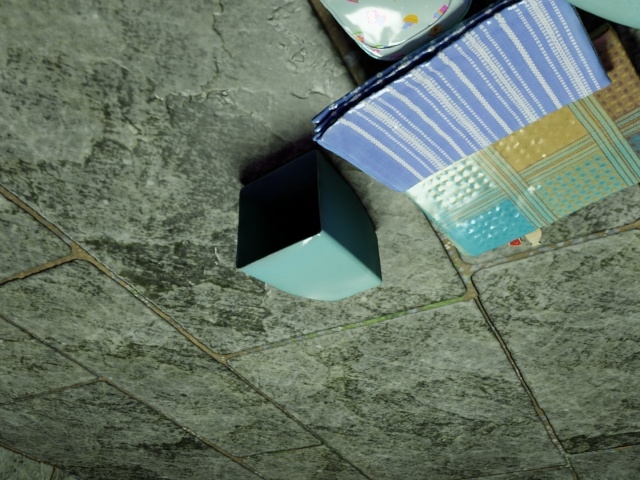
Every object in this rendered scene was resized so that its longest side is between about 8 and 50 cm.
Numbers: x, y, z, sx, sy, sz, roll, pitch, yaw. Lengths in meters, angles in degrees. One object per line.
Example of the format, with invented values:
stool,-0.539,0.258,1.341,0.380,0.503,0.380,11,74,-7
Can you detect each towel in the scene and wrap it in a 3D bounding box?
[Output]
towel,0.318,-0.125,0.912,0.370,0.040,0.271,-30,124,31
towel,0.183,-0.174,0.772,0.336,0.040,0.243,-27,148,29

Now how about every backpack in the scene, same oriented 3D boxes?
backpack,0.081,-0.298,0.664,0.166,0.144,0.188,-28,139,26

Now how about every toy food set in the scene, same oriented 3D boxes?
toy food set,0.349,-0.031,1.049,0.078,0.019,0.122,-10,138,14

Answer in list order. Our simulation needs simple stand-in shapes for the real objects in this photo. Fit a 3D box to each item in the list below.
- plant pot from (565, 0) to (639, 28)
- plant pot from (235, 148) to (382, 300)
plant pot,0.295,-0.309,0.511,0.195,0.290,0.290,-8,138,17
plant pot,0.000,0.000,1.006,0.166,0.165,0.234,-24,140,28
